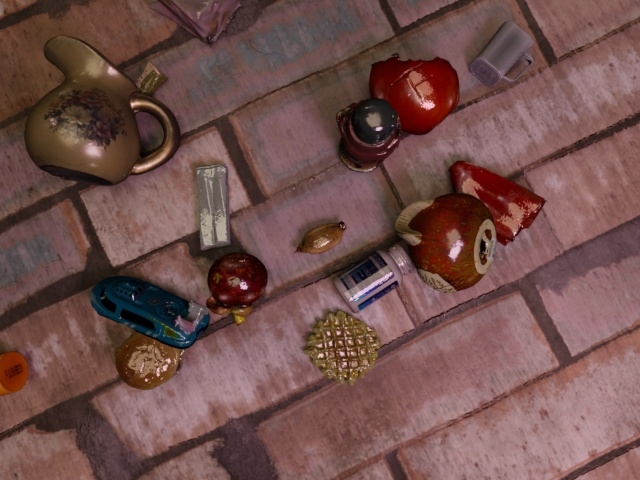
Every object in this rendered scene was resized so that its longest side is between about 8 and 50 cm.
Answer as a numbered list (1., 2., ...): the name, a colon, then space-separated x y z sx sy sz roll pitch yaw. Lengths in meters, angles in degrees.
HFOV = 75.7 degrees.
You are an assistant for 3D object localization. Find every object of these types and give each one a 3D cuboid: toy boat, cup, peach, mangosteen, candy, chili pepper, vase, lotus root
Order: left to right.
1. vase: -0.516 -0.289 1.014 0.330 0.241 0.302 11 81 -22
2. toy boat: -0.417 0.147 0.999 0.299 0.134 0.092 21 128 8
3. candy: -0.324 -0.639 1.068 0.195 0.137 0.184 37 87 0
4. mangosteen: -0.212 0.115 1.037 0.156 0.181 0.145 -5 43 -17
5. lotus root: 0.000 0.000 1.067 0.152 0.063 0.072 -25 49 2
6. peach: 0.230 -0.382 1.032 0.226 0.196 0.190 46 54 0
7. chili pepper: 0.431 -0.104 1.065 0.253 0.136 0.144 36 132 12
8. cup: 0.485 -0.479 1.084 0.128 0.095 0.129 41 90 0

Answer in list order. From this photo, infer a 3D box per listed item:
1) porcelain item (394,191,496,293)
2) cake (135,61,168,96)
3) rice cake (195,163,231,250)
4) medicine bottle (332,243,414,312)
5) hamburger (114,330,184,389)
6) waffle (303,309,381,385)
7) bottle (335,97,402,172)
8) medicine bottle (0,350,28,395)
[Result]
1. porcelain item: 0.292 0.002 1.001 0.253 0.253 0.252 0 87 0
2. cake: -0.471 -0.407 1.110 0.051 0.055 0.140 43 105 1
3. rice cake: -0.281 -0.088 1.083 0.085 0.040 0.226 -4 86 -1
4. medicine bottle: 0.135 0.092 1.040 0.192 0.107 0.107 -33 87 -2
5. hamburger: -0.419 0.273 1.017 0.159 0.131 0.184 -6 83 -4
6. waffle: 0.057 0.278 1.065 0.184 0.036 0.169 33 89 2
7. bottle: 0.110 -0.259 0.978 0.156 0.271 0.143 9 86 0
8. medicine bottle: -0.855 0.346 1.000 0.222 0.149 0.111 -14 87 -1
